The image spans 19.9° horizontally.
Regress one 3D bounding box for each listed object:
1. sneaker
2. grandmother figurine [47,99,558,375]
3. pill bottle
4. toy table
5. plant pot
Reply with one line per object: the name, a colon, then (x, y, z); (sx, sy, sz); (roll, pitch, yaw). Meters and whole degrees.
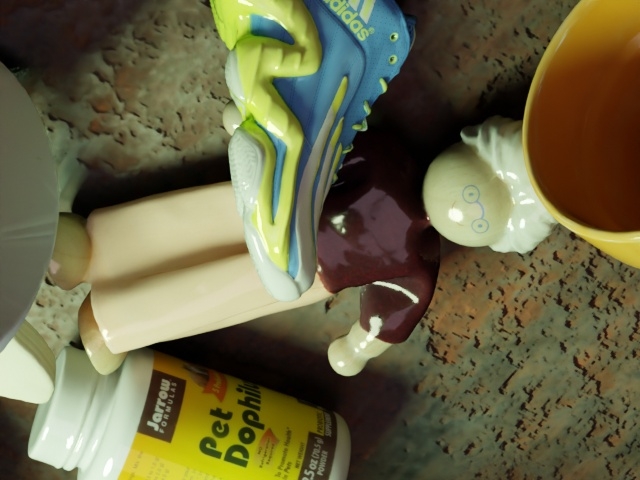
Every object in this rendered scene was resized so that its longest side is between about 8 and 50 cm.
sneaker: (0.004, -0.084, 1.112); (0.126, 0.091, 0.240); (-8, 103, -6)
grandmother figurine: (0.000, 0.000, 1.205); (0.342, 0.104, 0.208); (-16, 123, 15)
pill bottle: (-0.095, 0.148, 1.309); (0.215, 0.117, 0.117); (20, 125, -13)
toy table: (-0.265, 0.017, 1.124); (0.252, 0.274, 0.161); (23, 132, -10)
plant pot: (0.259, -0.055, 1.109); (0.205, 0.205, 0.188); (-36, 134, 25)
